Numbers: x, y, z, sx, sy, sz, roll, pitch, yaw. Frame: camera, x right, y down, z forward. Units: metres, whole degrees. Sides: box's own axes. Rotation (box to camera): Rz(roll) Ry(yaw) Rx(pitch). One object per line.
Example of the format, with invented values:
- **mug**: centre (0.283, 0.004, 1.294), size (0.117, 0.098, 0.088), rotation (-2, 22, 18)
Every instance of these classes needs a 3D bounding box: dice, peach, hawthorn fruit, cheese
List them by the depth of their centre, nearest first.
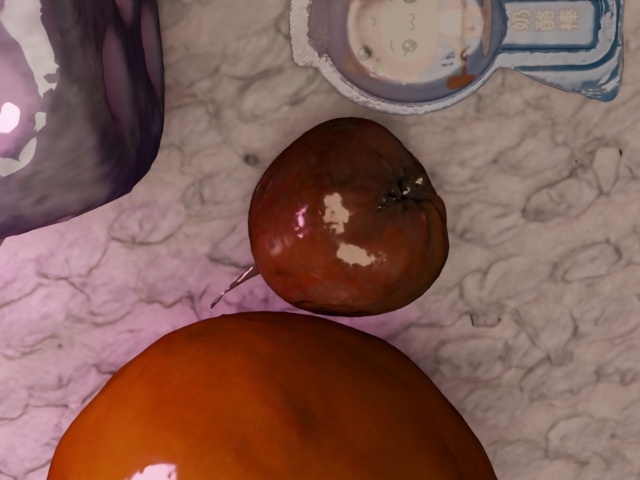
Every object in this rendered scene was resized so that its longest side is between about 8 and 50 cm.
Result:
- **dice**: centre (-0.257, -0.149, 0.686), size (0.270, 0.271, 0.270), rotation (-7, 107, 4)
- **peach**: centre (-0.043, 0.210, 0.782), size (0.301, 0.343, 0.342), rotation (44, 109, 32)
- **cheese**: centre (0.099, -0.158, 0.787), size (0.245, 0.052, 0.135), rotation (0, 108, 2)
- **hawthorn fruit**: centre (0.008, -0.016, 0.809), size (0.189, 0.149, 0.149), rotation (0, 114, 44)

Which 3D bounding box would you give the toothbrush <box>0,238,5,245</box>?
- **toothbrush**: centre (-0.282, 0.067, 0.833), size (0.030, 0.030, 0.304), rotation (33, 128, -9)
